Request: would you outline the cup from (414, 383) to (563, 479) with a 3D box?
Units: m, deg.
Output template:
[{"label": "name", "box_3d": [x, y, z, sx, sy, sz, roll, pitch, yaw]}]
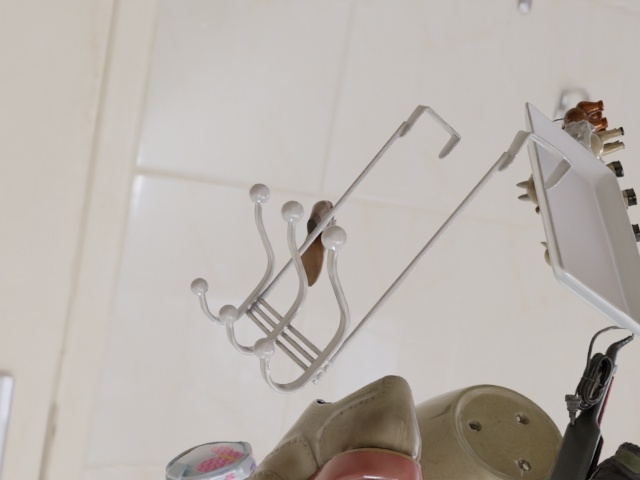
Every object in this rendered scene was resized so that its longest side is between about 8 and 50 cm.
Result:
[{"label": "cup", "box_3d": [0.206, 0.334, 1.558, 0.331, 0.237, 0.331, 14, -140, -13]}]

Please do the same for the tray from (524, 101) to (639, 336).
[{"label": "tray", "box_3d": [0.255, -0.017, 1.116, 0.145, 0.030, 0.270, 34, -147, -23]}]

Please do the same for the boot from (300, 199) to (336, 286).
[{"label": "boot", "box_3d": [0.000, 0.000, 1.686, 0.042, 0.119, 0.087, 12, -160, 15]}]

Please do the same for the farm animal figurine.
[{"label": "farm animal figurine", "box_3d": [0.424, -0.054, 1.917, 0.172, 0.330, 0.327, -13, -167, 8]}]

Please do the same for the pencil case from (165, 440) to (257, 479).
[{"label": "pencil case", "box_3d": [-0.117, 0.396, 1.475, 0.124, 0.273, 0.113, -16, -168, -23]}]

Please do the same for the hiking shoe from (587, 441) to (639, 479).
[{"label": "hiking shoe", "box_3d": [0.367, 0.337, 1.244, 0.227, 0.114, 0.086, 54, 179, 21]}]

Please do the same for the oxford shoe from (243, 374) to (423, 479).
[{"label": "oxford shoe", "box_3d": [0.002, 0.243, 1.213, 0.123, 0.130, 0.348, 25, 145, -25]}]

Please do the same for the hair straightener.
[{"label": "hair straightener", "box_3d": [0.309, 0.190, 1.297, 0.047, 0.230, 0.089, 15, 155, 31]}]

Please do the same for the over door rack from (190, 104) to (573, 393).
[{"label": "over door rack", "box_3d": [0.032, -0.021, 1.063, 0.108, 0.324, 0.239, 54, 172, -22]}]
